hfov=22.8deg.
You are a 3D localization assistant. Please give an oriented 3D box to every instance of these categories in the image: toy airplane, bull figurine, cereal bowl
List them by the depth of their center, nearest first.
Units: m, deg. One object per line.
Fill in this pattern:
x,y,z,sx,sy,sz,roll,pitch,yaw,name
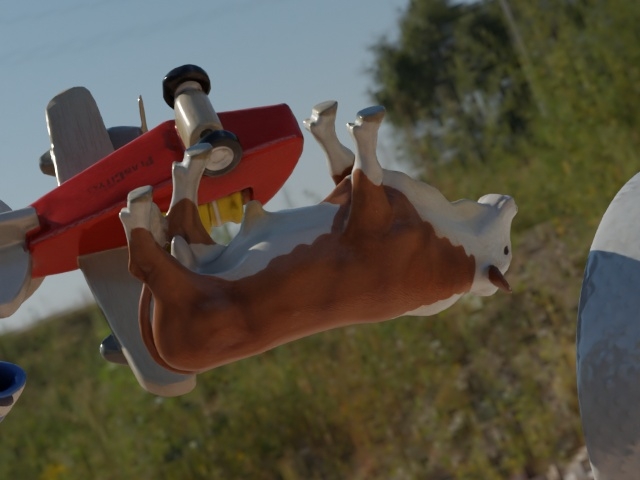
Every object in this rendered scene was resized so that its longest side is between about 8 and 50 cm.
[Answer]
0.000,0.000,1.204,0.310,0.188,0.101,-21,21,-2,bull figurine
0.339,0.097,1.212,0.141,0.339,0.339,-8,8,40,cereal bowl
-0.232,-0.008,1.892,0.384,0.386,0.272,10,-27,29,toy airplane

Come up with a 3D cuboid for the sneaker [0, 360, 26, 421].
-0.218,0.058,0.847,0.059,0.053,0.144,-35,-47,12,sneaker
